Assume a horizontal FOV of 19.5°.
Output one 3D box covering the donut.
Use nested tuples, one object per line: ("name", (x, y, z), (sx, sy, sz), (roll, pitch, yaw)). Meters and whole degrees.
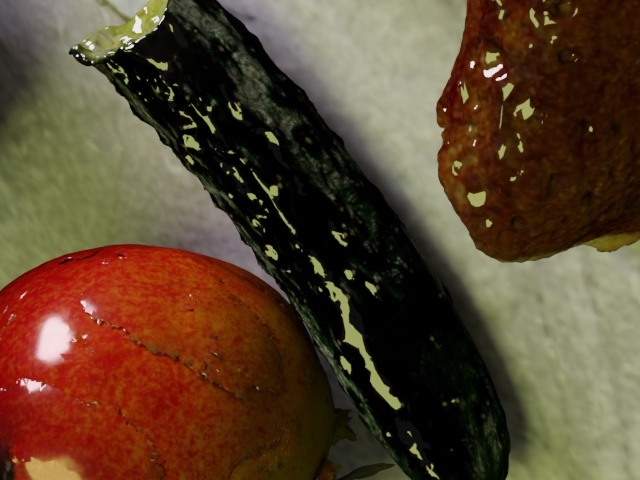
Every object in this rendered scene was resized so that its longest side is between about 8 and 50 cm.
("donut", (0.085, -0.124, 0.744), (0.151, 0.112, 0.295), (-17, 101, 47))

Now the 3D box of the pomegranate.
("pomegranate", (-0.082, 0.108, 0.951), (0.235, 0.210, 0.210), (26, 131, -2))

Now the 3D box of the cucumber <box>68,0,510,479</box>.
("cucumber", (0.000, 0.000, 0.910), (0.303, 0.081, 0.072), (51, 178, 2))
